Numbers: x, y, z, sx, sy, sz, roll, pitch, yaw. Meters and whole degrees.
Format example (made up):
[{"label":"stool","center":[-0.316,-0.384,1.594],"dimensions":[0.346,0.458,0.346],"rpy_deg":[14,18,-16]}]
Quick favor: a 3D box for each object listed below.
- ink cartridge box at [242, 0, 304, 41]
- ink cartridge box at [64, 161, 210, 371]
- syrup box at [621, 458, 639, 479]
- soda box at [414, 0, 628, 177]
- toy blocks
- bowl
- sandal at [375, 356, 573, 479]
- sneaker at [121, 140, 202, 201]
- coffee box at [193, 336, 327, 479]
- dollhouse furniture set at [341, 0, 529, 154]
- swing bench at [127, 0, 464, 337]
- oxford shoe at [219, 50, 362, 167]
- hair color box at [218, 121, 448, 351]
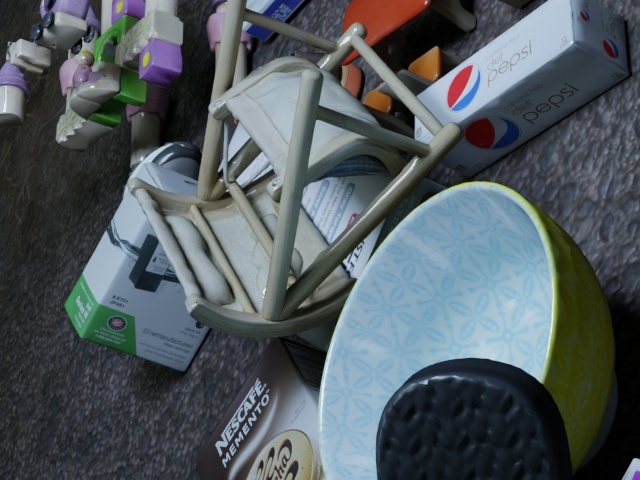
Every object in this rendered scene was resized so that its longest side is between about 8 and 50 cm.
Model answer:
[{"label":"ink cartridge box","center":[-0.026,-0.401,1.953],"dimensions":[0.223,0.045,0.224],"rpy_deg":[-41,38,37]},{"label":"ink cartridge box","center":[-0.185,0.032,1.807],"dimensions":[0.208,0.153,0.087],"rpy_deg":[-60,31,14]},{"label":"syrup box","center":[0.284,0.229,0.970],"dimensions":[0.237,0.093,0.096],"rpy_deg":[29,95,61]},{"label":"soda box","center":[0.182,-0.143,1.411],"dimensions":[0.216,0.074,0.069],"rpy_deg":[-34,43,44]},{"label":"toy blocks","center":[-0.276,-0.286,2.013],"dimensions":[0.288,0.309,0.260],"rpy_deg":[-31,52,45]},{"label":"bowl","center":[0.143,0.113,1.215],"dimensions":[0.289,0.156,0.289],"rpy_deg":[-38,41,42]},{"label":"sandal","center":[0.130,0.296,1.070],"dimensions":[0.167,0.107,0.446],"rpy_deg":[4,102,22]},{"label":"sneaker","center":[-0.210,0.003,1.943],"dimensions":[0.108,0.100,0.271],"rpy_deg":[33,103,46]},{"label":"coffee box","center":[0.005,0.242,1.387],"dimensions":[0.168,0.119,0.297],"rpy_deg":[-59,31,16]},{"label":"dollhouse furniture set","center":[0.102,-0.263,1.559],"dimensions":[0.259,0.135,0.262],"rpy_deg":[-30,46,47]},{"label":"swing bench","center":[-0.036,-0.069,1.407],"dimensions":[0.255,0.165,0.253],"rpy_deg":[-62,31,19]},{"label":"oxford shoe","center":[-0.068,-0.160,1.802],"dimensions":[0.271,0.098,0.097],"rpy_deg":[-29,46,47]},{"label":"hair color box","center":[0.000,0.000,1.570],"dimensions":[0.374,0.113,0.185],"rpy_deg":[23,90,61]}]
